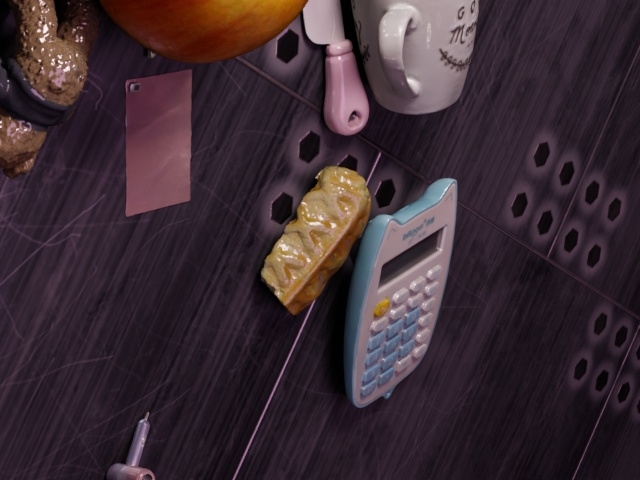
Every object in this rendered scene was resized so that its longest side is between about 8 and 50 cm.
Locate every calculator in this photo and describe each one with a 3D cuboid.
[{"bbox_3d":[0.123,0.095,2.319,0.256,0.054,0.386,-30,134,-46],"label":"calculator"}]

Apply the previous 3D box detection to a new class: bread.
[{"bbox_3d":[0.000,0.000,2.157,0.232,0.088,0.128,-59,142,-8],"label":"bread"}]

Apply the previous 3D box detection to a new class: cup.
[{"bbox_3d":[0.127,-0.292,2.070,0.258,0.186,0.234,-63,155,-52],"label":"cup"}]

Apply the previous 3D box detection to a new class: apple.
[{"bbox_3d":[-0.134,-0.343,1.721,0.286,0.233,0.286,10,76,-49],"label":"apple"}]

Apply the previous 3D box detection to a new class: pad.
[{"bbox_3d":[-0.213,-0.130,1.927,0.113,0.006,0.188,-17,119,-43],"label":"pad"}]

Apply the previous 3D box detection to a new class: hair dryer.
[{"bbox_3d":[-0.254,0.296,2.031,0.037,0.063,0.114,32,67,-48],"label":"hair dryer"}]

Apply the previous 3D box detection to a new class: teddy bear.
[{"bbox_3d":[-0.330,-0.191,1.678,0.182,0.129,0.251,21,90,-47],"label":"teddy bear"}]

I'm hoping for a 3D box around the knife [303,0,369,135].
[{"bbox_3d":[0.009,-0.307,2.083,0.081,0.043,0.336,-27,119,-30],"label":"knife"}]

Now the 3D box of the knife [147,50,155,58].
[{"bbox_3d":[-0.192,-0.333,1.858,0.030,0.014,0.207,14,94,-47],"label":"knife"}]
